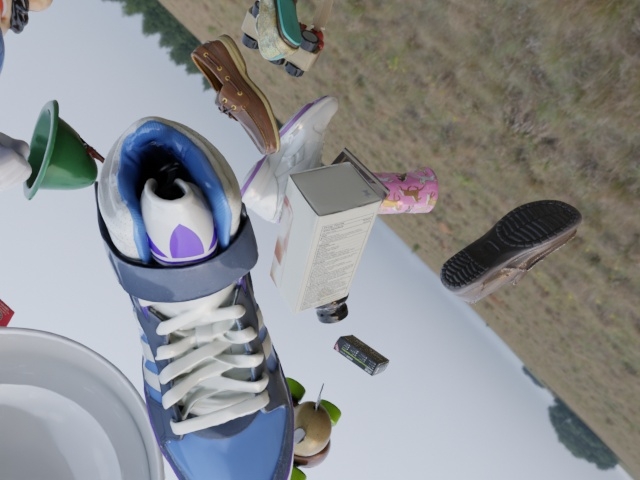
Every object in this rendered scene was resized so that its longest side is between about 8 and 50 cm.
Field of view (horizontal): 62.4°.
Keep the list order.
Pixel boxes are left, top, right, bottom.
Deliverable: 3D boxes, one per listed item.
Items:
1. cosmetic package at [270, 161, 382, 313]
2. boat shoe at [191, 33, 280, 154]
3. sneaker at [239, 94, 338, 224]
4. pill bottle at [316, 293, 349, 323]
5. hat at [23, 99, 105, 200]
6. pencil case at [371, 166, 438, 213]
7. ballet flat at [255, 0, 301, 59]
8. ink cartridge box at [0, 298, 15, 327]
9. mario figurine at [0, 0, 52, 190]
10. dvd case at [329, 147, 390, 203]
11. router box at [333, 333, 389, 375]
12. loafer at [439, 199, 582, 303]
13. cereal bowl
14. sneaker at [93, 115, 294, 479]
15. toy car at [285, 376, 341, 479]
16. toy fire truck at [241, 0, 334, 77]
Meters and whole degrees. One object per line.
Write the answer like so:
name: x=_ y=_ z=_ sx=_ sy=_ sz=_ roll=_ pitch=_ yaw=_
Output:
cosmetic package: x=0.000 y=0.000 z=1.097 sx=0.153 sy=0.296 sz=0.129 roll=-14 pitch=-128 yaw=-29
boat shoe: x=-0.115 y=-0.191 z=0.719 sx=0.178 sy=0.060 sz=0.064 roll=61 pitch=156 yaw=1
sneaker: x=-0.043 y=-0.169 z=1.133 sx=0.152 sy=0.305 sz=0.114 roll=37 pitch=174 yaw=-14
pill bottle: x=0.013 y=0.121 z=1.510 sx=0.123 sy=0.122 sz=0.219 roll=-120 pitch=14 yaw=-69
hat: x=-0.406 y=-0.129 z=0.941 sx=0.183 sy=0.173 sz=0.208 roll=14 pitch=-141 yaw=-39
pencil case: x=0.190 y=-0.162 z=1.747 sx=0.167 sy=0.386 sz=0.160 roll=164 pitch=101 yaw=-74
ballet flat: x=-0.115 y=-0.599 z=1.320 sx=0.123 sy=0.123 sz=0.349 roll=34 pitch=-132 yaw=-58
ink cartridge box: x=-0.986 y=0.251 z=1.385 sx=0.306 sy=0.131 sz=0.226 roll=-89 pitch=-16 yaw=-45
mario figurine: x=-0.250 y=-0.162 z=0.387 sx=0.170 sy=0.198 sz=0.320 roll=32 pitch=-151 yaw=-49
dvd case: x=0.073 y=-0.118 z=1.301 sx=0.164 sy=0.018 sz=0.221 roll=43 pitch=-133 yaw=-7
router box: x=0.102 y=0.283 z=1.312 sx=0.122 sy=0.038 sz=0.092 roll=32 pitch=-173 yaw=24
loafer: x=0.466 y=0.030 z=1.302 sx=0.130 sy=0.366 sz=0.134 roll=54 pitch=-172 yaw=-44
cereal bowl: x=-0.316 y=0.261 z=0.489 sx=0.339 sy=0.339 sz=0.141 roll=46 pitch=149 yaw=15
sneaker: x=-0.104 y=0.061 z=0.423 sx=0.236 sy=0.130 sz=0.323 roll=97 pitch=158 yaw=-66
toy car: x=-0.040 y=0.304 z=0.879 sx=0.149 sy=0.155 sz=0.188 roll=30 pitch=148 yaw=8
toy fire truck: x=-0.071 y=-0.613 z=1.481 sx=0.217 sy=0.158 sz=0.246 roll=31 pitch=-135 yaw=-4
